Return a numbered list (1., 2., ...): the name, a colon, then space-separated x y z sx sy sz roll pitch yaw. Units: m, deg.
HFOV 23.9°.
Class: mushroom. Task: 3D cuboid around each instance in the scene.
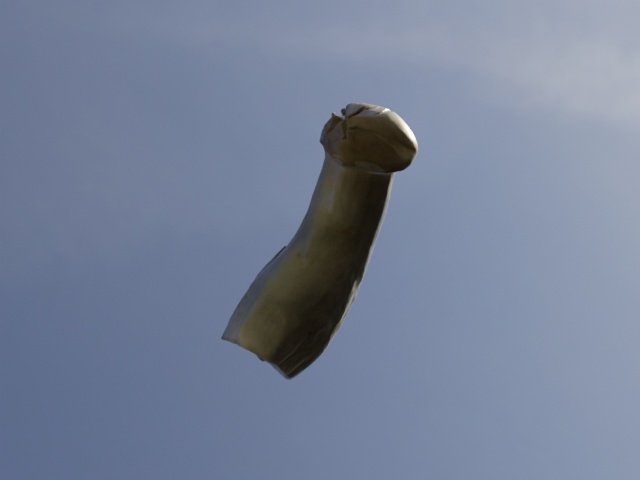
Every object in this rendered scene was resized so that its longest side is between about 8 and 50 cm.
1. mushroom: 0.004 0.000 1.158 0.092 0.081 0.223 21 -77 -42
